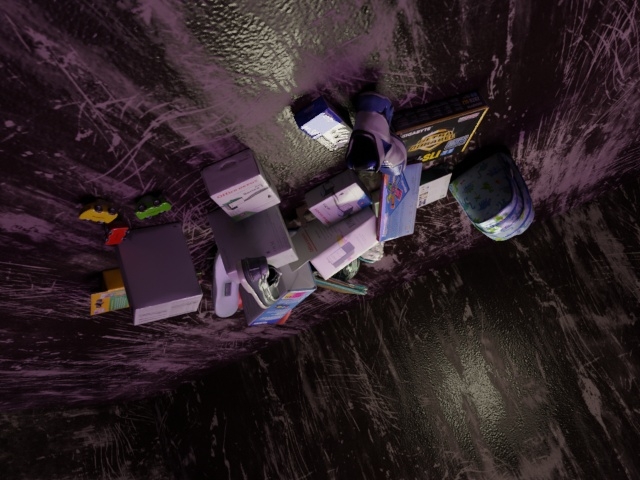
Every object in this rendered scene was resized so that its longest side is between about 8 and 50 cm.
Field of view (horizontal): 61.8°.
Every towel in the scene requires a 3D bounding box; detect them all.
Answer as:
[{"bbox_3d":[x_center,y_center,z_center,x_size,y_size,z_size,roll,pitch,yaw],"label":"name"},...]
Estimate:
[{"bbox_3d":[0.033,0.197,2.499,0.272,0.040,0.370,18,171,-14],"label":"towel"}]

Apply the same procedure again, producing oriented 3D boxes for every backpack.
[{"bbox_3d":[0.671,-0.170,2.090,0.290,0.355,0.273,-31,158,24],"label":"backpack"}]

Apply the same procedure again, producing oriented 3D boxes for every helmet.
[{"bbox_3d":[0.103,0.105,2.482,0.170,0.161,0.169,-19,160,-7],"label":"helmet"}]

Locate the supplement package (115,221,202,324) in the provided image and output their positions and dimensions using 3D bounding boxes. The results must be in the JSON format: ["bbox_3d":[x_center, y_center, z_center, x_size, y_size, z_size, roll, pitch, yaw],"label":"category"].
[{"bbox_3d":[-0.513,0.102,1.682,0.204,0.261,0.145,-12,157,-27],"label":"supplement package"}]

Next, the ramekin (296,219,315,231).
[{"bbox_3d":[0.000,0.000,2.185,0.207,0.109,0.207,-19,159,-7],"label":"ramekin"}]

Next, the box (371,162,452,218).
[{"bbox_3d":[0.363,-0.186,2.167,0.322,0.058,0.232,-23,160,-1],"label":"box"}]

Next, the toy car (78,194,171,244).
[{"bbox_3d":[-0.535,-0.079,1.505,0.225,0.053,0.239,-20,161,-7],"label":"toy car"}]

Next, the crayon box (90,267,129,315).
[{"bbox_3d":[-0.672,0.165,1.945,0.323,0.083,0.203,-12,158,-29],"label":"crayon box"}]

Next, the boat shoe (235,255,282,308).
[{"bbox_3d":[-0.168,0.129,1.670,0.099,0.116,0.319,-20,155,4],"label":"boat shoe"}]

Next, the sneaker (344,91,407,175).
[{"bbox_3d":[0.143,-0.251,1.514,0.128,0.182,0.315,13,160,25],"label":"sneaker"}]

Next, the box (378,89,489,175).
[{"bbox_3d":[0.343,-0.339,1.721,0.322,0.079,0.257,-18,162,-12],"label":"box"}]

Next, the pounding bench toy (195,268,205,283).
[{"bbox_3d":[-0.500,0.140,2.104,0.065,0.052,0.083,-2,152,-43],"label":"pounding bench toy"}]

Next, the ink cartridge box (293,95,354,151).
[{"bbox_3d":[0.018,-0.317,1.481,0.097,0.046,0.207,-30,158,18],"label":"ink cartridge box"}]

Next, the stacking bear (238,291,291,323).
[{"bbox_3d":[-0.293,0.274,2.450,0.289,0.175,0.164,17,119,-17],"label":"stacking bear"}]

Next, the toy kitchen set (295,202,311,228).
[{"bbox_3d":[-0.038,-0.090,1.962,0.083,0.075,0.068,-21,161,-5],"label":"toy kitchen set"}]

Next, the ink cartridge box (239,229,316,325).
[{"bbox_3d":[-0.208,0.166,2.155,0.151,0.269,0.395,2,150,-39],"label":"ink cartridge box"}]

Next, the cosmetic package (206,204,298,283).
[{"bbox_3d":[-0.222,-0.011,1.754,0.225,0.224,0.138,-23,161,0],"label":"cosmetic package"}]

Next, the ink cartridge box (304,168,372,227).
[{"bbox_3d":[0.063,-0.146,1.867,0.191,0.082,0.139,-30,139,16],"label":"ink cartridge box"}]

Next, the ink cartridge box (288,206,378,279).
[{"bbox_3d":[0.044,0.000,1.959,0.353,0.207,0.119,-35,125,3],"label":"ink cartridge box"}]

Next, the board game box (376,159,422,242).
[{"bbox_3d":[0.264,-0.131,1.816,0.145,0.027,0.281,-15,127,-22],"label":"board game box"}]

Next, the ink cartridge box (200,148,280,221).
[{"bbox_3d":[-0.229,-0.156,1.566,0.160,0.092,0.219,-24,161,4],"label":"ink cartridge box"}]

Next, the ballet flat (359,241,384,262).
[{"bbox_3d":[0.200,-0.028,2.159,0.147,0.147,0.409,-24,-165,5],"label":"ballet flat"}]

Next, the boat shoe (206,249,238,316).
[{"bbox_3d":[-0.364,0.109,2.064,0.136,0.156,0.367,-7,127,-25],"label":"boat shoe"}]
